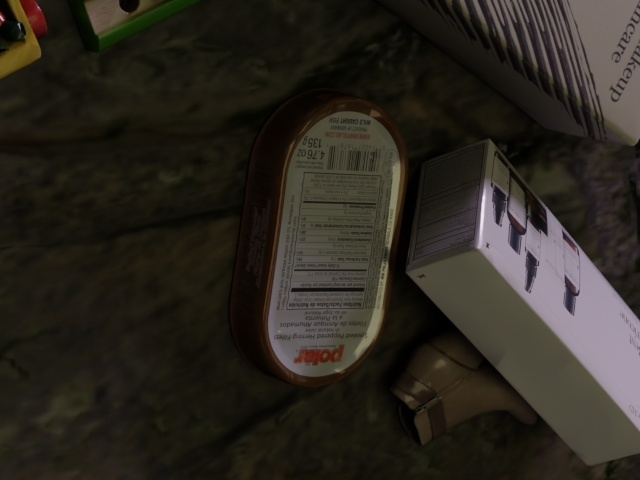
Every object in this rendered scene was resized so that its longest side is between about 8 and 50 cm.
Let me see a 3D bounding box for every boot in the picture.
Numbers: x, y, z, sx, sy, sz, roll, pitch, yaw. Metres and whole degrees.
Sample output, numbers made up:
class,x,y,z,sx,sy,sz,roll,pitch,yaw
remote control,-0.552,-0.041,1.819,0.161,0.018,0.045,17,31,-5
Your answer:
class,x,y,z,sx,sy,sz,roll,pitch,yaw
boot,0.097,0.109,1.176,0.087,0.042,0.118,-41,122,-13

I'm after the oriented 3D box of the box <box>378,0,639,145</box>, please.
class,x,y,z,sx,sy,sz,roll,pitch,yaw
box,0.111,-0.171,1.074,0.275,0.094,0.113,29,84,-37

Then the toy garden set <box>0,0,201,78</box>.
class,x,y,z,sx,sy,sz,roll,pitch,yaw
toy garden set,-0.147,-0.211,0.903,0.204,0.049,0.244,-31,118,-26

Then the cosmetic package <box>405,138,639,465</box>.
class,x,y,z,sx,sy,sz,roll,pitch,yaw
cosmetic package,0.150,0.046,1.154,0.239,0.060,0.099,45,41,-35

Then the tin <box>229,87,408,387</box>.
class,x,y,z,sx,sy,sz,roll,pitch,yaw
tin,0.000,0.000,1.076,0.106,0.040,0.190,2,101,-32
